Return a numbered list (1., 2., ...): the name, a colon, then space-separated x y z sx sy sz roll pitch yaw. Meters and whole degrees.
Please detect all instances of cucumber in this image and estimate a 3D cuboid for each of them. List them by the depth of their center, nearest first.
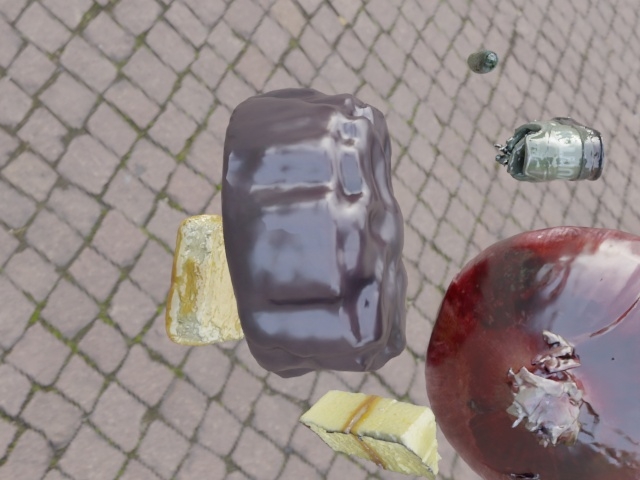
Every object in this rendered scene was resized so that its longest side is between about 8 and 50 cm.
1. cucumber: 0.260 -0.282 1.552 0.037 0.037 0.155 54 3 -8

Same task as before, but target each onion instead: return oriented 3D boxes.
1. onion: 0.275 0.149 1.103 0.347 0.348 0.285 67 23 4

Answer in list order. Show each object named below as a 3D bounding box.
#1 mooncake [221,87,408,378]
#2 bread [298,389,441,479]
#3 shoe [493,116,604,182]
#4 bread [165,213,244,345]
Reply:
1. mooncake: 0.000 0.000 1.271 0.350 0.212 0.381 -69 151 -57
2. bread: 0.100 0.376 1.938 0.178 0.266 0.141 32 66 -54
3. shoe: 0.349 -0.152 1.606 0.149 0.293 0.109 3 98 -7
4. bread: -0.192 0.077 1.776 0.174 0.121 0.245 4 96 -43
